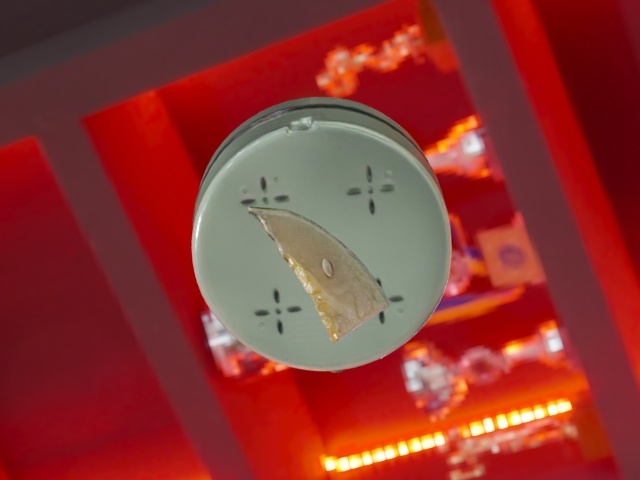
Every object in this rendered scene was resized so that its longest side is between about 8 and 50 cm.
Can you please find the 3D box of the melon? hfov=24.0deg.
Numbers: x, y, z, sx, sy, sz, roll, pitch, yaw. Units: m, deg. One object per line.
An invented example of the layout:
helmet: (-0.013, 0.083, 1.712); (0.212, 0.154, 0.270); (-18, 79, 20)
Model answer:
melon: (-0.005, 0.025, 1.696); (0.098, 0.054, 0.182); (-23, -105, -46)

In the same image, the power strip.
power strip: (0.000, 0.000, 1.964); (0.161, 0.357, 0.357); (-98, -15, -72)
